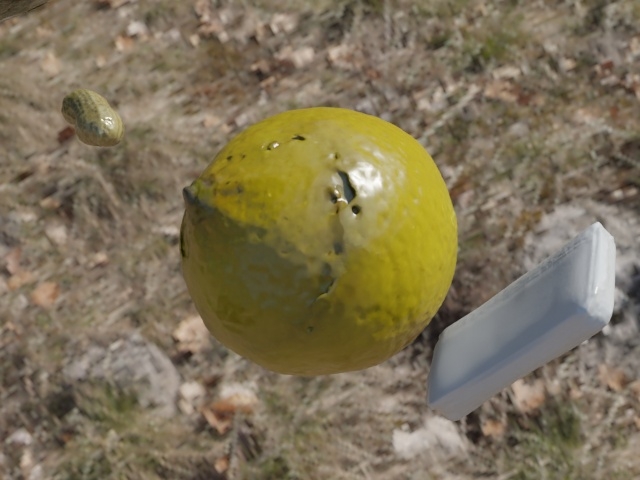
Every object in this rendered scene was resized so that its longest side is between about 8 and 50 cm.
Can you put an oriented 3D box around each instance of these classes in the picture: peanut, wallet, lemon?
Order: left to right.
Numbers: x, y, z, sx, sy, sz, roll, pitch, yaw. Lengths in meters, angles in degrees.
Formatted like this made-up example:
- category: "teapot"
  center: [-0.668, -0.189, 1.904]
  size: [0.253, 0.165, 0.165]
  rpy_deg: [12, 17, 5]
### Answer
- category: "peanut"
  center: [-0.260, -0.139, 1.391]
  size: [0.054, 0.054, 0.113]
  rpy_deg: [-35, 43, -13]
- category: "lemon"
  center: [0.005, -0.002, 1.040]
  size: [0.228, 0.228, 0.253]
  rpy_deg: [-8, 9, 35]
- category: "wallet"
  center: [0.145, 0.066, 0.908]
  size: [0.190, 0.033, 0.095]
  rpy_deg: [-41, 20, 38]

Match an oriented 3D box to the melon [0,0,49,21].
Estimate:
- category: "melon"
  center: [-0.268, -0.248, 0.734]
  size: [0.329, 0.249, 0.248]
  rpy_deg: [0, 5, -40]
